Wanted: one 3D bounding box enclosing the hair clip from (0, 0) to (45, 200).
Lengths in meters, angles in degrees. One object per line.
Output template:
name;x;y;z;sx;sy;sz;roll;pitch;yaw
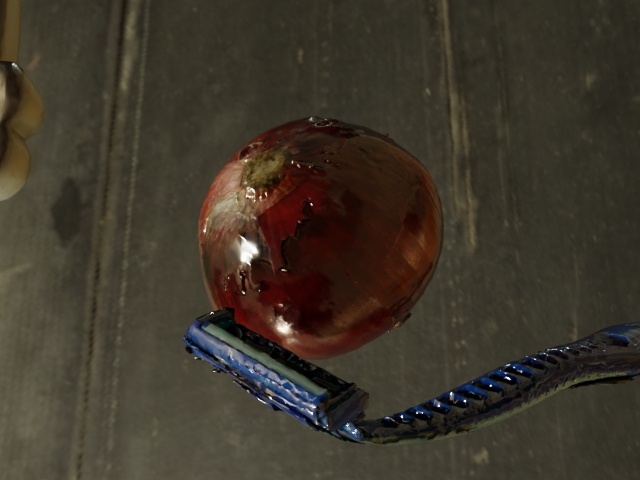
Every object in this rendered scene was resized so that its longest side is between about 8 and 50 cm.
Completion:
hair clip;-0.188;-0.071;0.368;0.220;0.054;0.140;-5;64;21

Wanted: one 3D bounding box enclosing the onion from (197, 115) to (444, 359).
onion;0.000;0.000;0.518;0.131;0.131;0.131;-11;61;20

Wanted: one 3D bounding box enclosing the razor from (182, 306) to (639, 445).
razor;0.084;0.071;0.528;0.093;0.324;0.056;23;106;45
